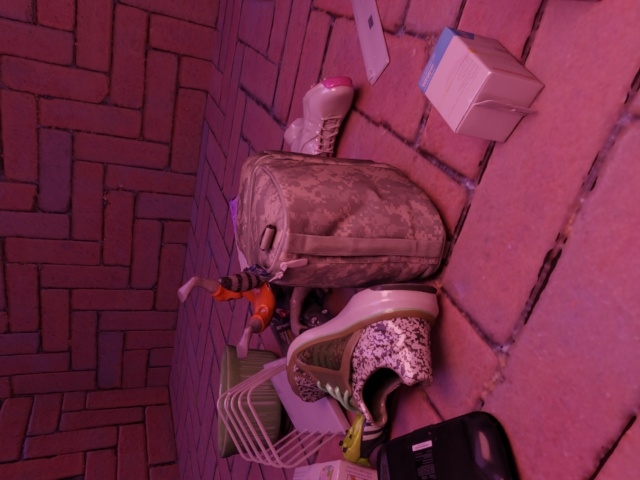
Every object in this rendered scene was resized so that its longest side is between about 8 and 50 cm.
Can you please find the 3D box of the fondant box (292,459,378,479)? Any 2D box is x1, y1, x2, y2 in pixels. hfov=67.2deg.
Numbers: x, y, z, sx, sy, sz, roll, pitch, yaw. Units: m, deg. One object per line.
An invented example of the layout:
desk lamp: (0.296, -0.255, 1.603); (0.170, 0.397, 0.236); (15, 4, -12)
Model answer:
fondant box: (-0.003, 0.599, 0.895); (0.238, 0.096, 0.330); (131, 156, -54)

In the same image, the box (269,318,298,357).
box: (-0.107, 0.207, 1.253); (0.231, 0.056, 0.183); (-128, 19, -56)

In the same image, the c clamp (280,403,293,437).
c clamp: (-0.097, 0.457, 1.342); (0.137, 0.022, 0.161); (39, 121, 55)

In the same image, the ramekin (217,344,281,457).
ramekin: (-0.206, 0.452, 1.375); (0.303, 0.148, 0.304); (-176, 90, -75)

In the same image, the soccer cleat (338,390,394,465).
soccer cleat: (0.100, 0.323, 0.877); (0.179, 0.072, 0.060); (-63, 14, 2)

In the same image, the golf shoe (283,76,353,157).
golf shoe: (0.008, -0.252, 1.100); (0.306, 0.115, 0.140); (137, 121, -66)

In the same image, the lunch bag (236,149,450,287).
lunch bag: (0.021, -0.025, 0.788); (0.256, 0.305, 0.213); (-144, 60, -63)

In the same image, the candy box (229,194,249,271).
candy box: (-0.158, -0.032, 1.227); (0.165, 0.070, 0.196); (-26, 73, 55)

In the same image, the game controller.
game controller: (0.175, 0.366, 0.721); (0.319, 0.067, 0.167); (129, 152, -51)

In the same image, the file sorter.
file sorter: (-0.098, 0.388, 1.092); (0.193, 0.173, 0.277); (61, 149, 6)

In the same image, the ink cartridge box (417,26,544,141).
ink cartridge box: (0.211, -0.203, 0.643); (0.090, 0.092, 0.143); (115, 148, -41)

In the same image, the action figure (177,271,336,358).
action figure: (-0.074, 0.118, 1.023); (0.341, 0.330, 0.179); (24, 119, 31)

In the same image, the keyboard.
keyboard: (0.102, -0.449, 1.010); (0.072, 0.014, 0.256); (-40, 52, 52)

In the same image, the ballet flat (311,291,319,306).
ballet flat: (-0.047, 0.147, 1.216); (0.074, 0.074, 0.203); (-59, 43, 46)

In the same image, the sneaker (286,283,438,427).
sneaker: (0.053, 0.230, 0.820); (0.410, 0.158, 0.182); (128, 148, -46)
